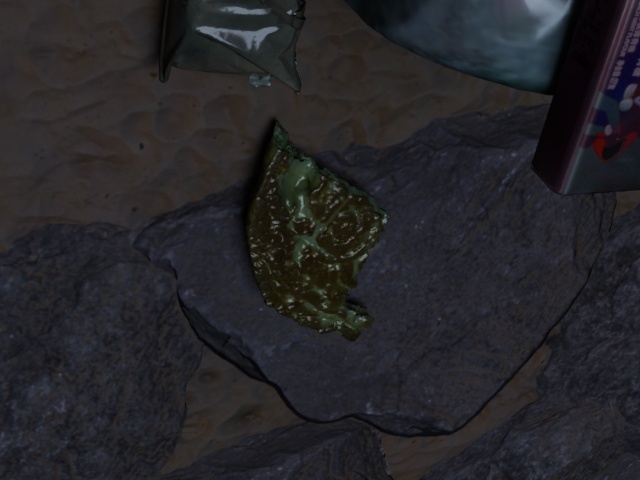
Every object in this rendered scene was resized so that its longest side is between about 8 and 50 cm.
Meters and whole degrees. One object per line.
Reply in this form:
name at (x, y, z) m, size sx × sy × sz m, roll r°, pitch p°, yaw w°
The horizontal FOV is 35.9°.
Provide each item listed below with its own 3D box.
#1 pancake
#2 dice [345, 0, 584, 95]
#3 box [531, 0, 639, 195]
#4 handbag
pancake at (-0.003, -0.003, 1.308) m, size 0.197 × 0.054 × 0.377 m, roll -21°, pitch 131°, yaw -8°
dice at (0.208, -0.351, 0.970) m, size 0.348 × 0.328 × 0.331 m, roll 4°, pitch 121°, yaw -27°
box at (0.275, -0.149, 0.886) m, size 0.120 × 0.069 × 0.224 m, roll -7°, pitch 127°, yaw -21°
handbag at (-0.078, -0.280, 1.027) m, size 0.182 × 0.117 × 0.271 m, roll 6°, pitch 122°, yaw -4°
